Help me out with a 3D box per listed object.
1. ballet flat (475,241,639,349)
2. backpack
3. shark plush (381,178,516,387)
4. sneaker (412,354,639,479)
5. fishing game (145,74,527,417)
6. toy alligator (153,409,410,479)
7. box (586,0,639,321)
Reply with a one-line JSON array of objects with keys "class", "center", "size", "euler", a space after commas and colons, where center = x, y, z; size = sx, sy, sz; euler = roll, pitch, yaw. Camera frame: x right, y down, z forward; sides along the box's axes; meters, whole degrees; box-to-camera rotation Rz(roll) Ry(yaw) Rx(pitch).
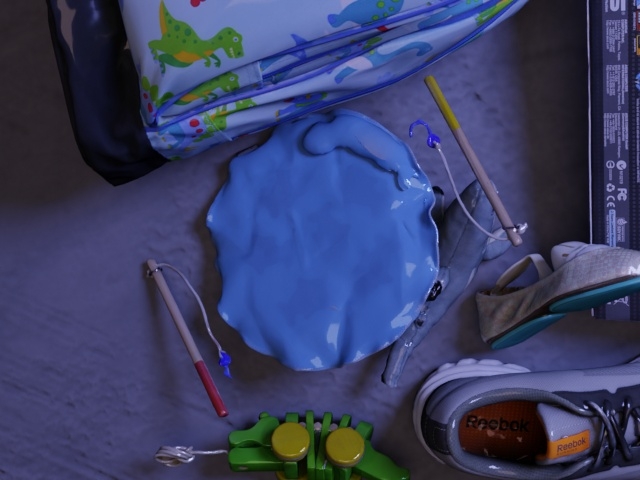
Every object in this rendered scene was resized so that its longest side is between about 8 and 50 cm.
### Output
[{"class": "ballet flat", "center": [0.159, 0.028, 0.741], "size": [0.057, 0.168, 0.052], "euler": [-3, 71, -35]}, {"class": "backpack", "center": [-0.006, -0.215, 0.696], "size": [0.355, 0.273, 0.290], "euler": [-11, 87, -7]}, {"class": "shark plush", "center": [0.077, 0.025, 0.781], "size": [0.073, 0.067, 0.161], "euler": [38, 96, 0]}, {"class": "sneaker", "center": [0.202, 0.132, 0.762], "size": [0.271, 0.108, 0.100], "euler": [-4, 93, 3]}, {"class": "fishing game", "center": [0.000, 0.000, 0.779], "size": [0.264, 0.041, 0.189], "euler": [-36, 69, 16]}, {"class": "toy alligator", "center": [-0.026, 0.149, 0.811], "size": [0.189, 0.056, 0.051], "euler": [5, 53, 5]}, {"class": "box", "center": [0.287, -0.077, 0.712], "size": [0.216, 0.060, 0.270], "euler": [1, 103, 23]}]
